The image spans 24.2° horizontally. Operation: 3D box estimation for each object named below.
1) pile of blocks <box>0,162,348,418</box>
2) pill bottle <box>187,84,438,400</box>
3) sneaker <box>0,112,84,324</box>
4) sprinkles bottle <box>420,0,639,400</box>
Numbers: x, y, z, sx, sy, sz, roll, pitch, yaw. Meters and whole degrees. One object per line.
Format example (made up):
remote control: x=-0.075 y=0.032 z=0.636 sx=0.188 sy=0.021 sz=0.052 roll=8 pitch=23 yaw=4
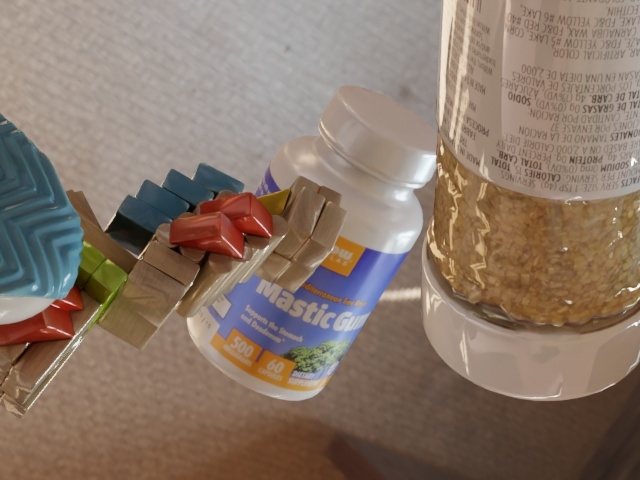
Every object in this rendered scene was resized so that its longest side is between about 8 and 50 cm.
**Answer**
pile of blocks: x=-0.125 y=-0.003 z=1.123 sx=0.362 sy=0.149 sz=0.112 roll=-23 pitch=165 yaw=-34
pill bottle: x=0.000 y=0.000 z=1.372 sx=0.152 sy=0.152 sz=0.272 roll=11 pitch=119 yaw=-39
sneaker: x=-0.198 y=-0.014 z=0.558 sx=0.092 sy=0.228 sz=0.087 roll=99 pitch=8 yaw=-53
sprinkles bottle: x=0.110 y=-0.089 z=0.658 sx=0.121 sy=0.121 sz=0.355 roll=-22 pitch=136 yaw=-23
